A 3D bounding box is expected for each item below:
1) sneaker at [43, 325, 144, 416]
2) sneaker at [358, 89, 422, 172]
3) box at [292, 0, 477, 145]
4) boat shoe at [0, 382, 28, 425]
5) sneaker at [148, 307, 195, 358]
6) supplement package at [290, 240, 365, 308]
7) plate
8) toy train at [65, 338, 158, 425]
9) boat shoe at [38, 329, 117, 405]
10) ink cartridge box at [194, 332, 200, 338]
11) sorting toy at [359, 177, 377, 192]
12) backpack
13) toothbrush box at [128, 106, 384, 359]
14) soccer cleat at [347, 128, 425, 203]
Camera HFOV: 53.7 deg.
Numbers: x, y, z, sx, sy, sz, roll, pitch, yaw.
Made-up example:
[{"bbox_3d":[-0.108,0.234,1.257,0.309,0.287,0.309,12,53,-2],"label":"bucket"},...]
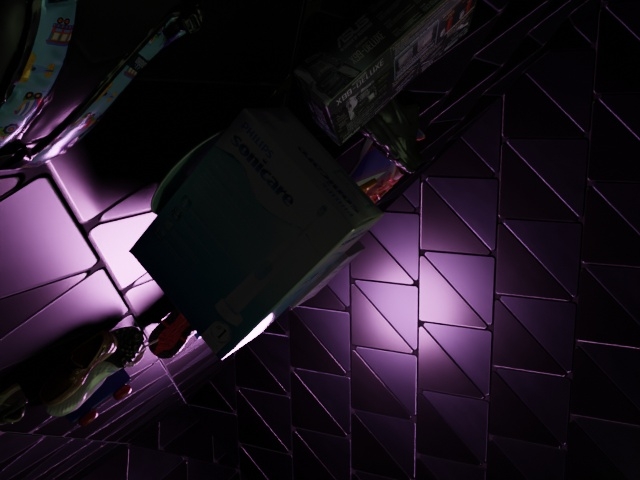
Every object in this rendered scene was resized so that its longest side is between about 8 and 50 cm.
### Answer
[{"bbox_3d":[-0.469,0.261,1.304,0.237,0.085,0.086,-42,-161,-18],"label":"sneaker"},{"bbox_3d":[0.159,-0.231,1.280,0.130,0.109,0.286,-51,151,5],"label":"sneaker"},{"bbox_3d":[0.108,-0.299,0.987,0.307,0.076,0.242,-42,172,2],"label":"box"},{"bbox_3d":[-0.571,0.313,1.158,0.056,0.049,0.152,-35,170,-42],"label":"boat shoe"},{"bbox_3d":[-0.313,0.171,1.547,0.262,0.104,0.125,-38,-170,9],"label":"sneaker"},{"bbox_3d":[-0.037,0.024,1.597,0.203,0.194,0.149,-44,171,20],"label":"supplement package"},{"bbox_3d":[-0.170,-0.106,0.901,0.188,0.024,0.188,-40,172,-6],"label":"plate"},{"bbox_3d":[-0.483,0.316,1.445,0.248,0.105,0.143,-37,-179,-31],"label":"toy train"},{"bbox_3d":[-0.471,0.240,1.211,0.178,0.064,0.060,-46,168,-14],"label":"boat shoe"},{"bbox_3d":[-0.266,0.169,1.711,0.191,0.082,0.139,-41,172,8],"label":"ink cartridge box"},{"bbox_3d":[0.000,0.000,1.240,0.196,0.047,0.348,-34,174,-41],"label":"sorting toy"},{"bbox_3d":[-0.183,-0.128,0.386,0.173,0.117,0.158,-45,172,19],"label":"backpack"},{"bbox_3d":[-0.096,-0.011,0.899,0.295,0.216,0.126,-46,171,26],"label":"toothbrush box"},{"bbox_3d":[0.127,-0.146,1.485,0.109,0.116,0.318,-31,151,-61],"label":"soccer cleat"}]
